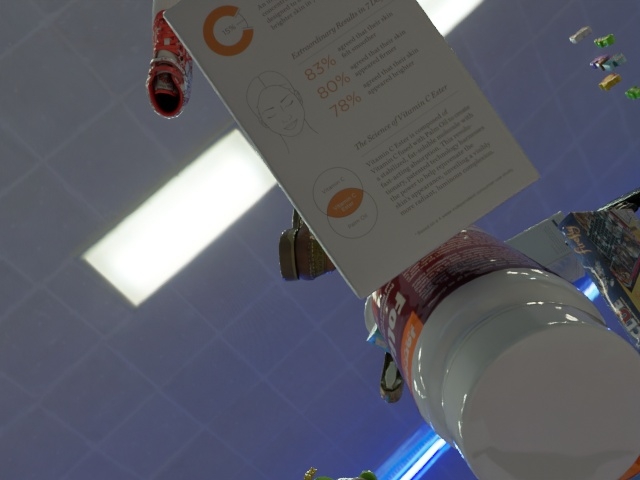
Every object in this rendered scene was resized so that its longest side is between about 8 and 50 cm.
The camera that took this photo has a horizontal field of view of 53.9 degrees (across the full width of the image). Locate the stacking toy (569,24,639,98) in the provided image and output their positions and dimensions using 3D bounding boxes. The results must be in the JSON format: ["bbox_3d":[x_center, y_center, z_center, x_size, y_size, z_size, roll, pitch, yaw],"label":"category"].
[{"bbox_3d":[0.700,-0.434,1.524,0.052,0.221,0.167,-37,-74,13],"label":"stacking toy"}]

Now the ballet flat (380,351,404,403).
[{"bbox_3d":[0.191,0.303,1.584,0.067,0.073,0.206,66,-150,-59],"label":"ballet flat"}]

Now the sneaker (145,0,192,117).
[{"bbox_3d":[-0.300,-0.383,1.270,0.090,0.145,0.270,4,-63,-7],"label":"sneaker"}]

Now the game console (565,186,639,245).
[{"bbox_3d":[0.733,-0.065,1.571,0.361,0.213,0.044,-27,-97,-30],"label":"game console"}]

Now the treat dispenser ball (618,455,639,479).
[{"bbox_3d":[0.573,0.412,1.280,0.288,0.288,0.288,-8,-71,-24],"label":"treat dispenser ball"}]

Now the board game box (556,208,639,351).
[{"bbox_3d":[0.519,0.056,1.041,0.165,0.243,0.042,-3,-35,-29],"label":"board game box"}]

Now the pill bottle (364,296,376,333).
[{"bbox_3d":[0.270,0.209,1.757,0.264,0.153,0.153,12,-80,-22],"label":"pill bottle"}]

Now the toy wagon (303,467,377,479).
[{"bbox_3d":[0.112,0.713,1.696,0.267,0.344,0.068,-13,-62,-70],"label":"toy wagon"}]

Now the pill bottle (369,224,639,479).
[{"bbox_3d":[0.199,0.119,0.761,0.224,0.392,0.224,-1,-77,-5],"label":"pill bottle"}]

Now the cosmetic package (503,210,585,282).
[{"bbox_3d":[0.656,0.066,1.881,0.224,0.138,0.224,-29,-34,6],"label":"cosmetic package"}]

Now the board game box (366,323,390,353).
[{"bbox_3d":[0.295,0.145,1.479,0.253,0.079,0.336,28,-117,3],"label":"board game box"}]

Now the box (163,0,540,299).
[{"bbox_3d":[0.030,-0.139,0.684,0.215,0.168,0.345,-34,-93,0],"label":"box"}]

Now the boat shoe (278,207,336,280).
[{"bbox_3d":[0.000,0.000,1.136,0.104,0.307,0.111,-4,-70,6],"label":"boat shoe"}]
